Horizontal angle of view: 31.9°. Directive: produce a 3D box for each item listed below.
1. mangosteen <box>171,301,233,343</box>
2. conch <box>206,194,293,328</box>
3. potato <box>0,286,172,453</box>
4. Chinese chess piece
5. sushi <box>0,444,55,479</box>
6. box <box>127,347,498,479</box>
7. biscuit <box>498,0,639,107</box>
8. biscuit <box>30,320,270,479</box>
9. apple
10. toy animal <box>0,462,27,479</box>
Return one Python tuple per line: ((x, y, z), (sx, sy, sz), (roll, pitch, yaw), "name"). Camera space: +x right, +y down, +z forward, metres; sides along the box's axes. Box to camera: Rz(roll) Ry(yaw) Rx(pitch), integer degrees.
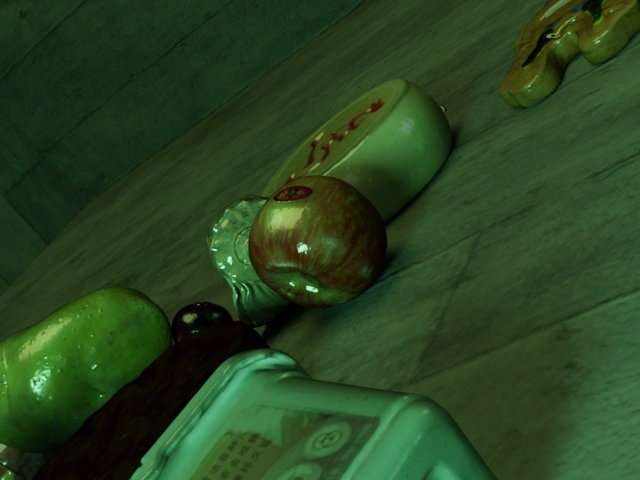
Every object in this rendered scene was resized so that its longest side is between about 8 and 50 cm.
((-0.145, 0.114, 1.389), (0.081, 0.081, 0.081), (-38, 15, 12), "mangosteen")
((-0.077, 0.029, 1.338), (0.207, 0.130, 0.155), (130, 162, -83), "conch")
((-0.292, 0.154, 1.343), (0.248, 0.169, 0.143), (-35, 48, -6), "potato")
((0.045, -0.094, 1.448), (0.273, 0.102, 0.273), (-37, 15, 12), "Chinese chess piece")
((-0.408, 0.308, 1.422), (0.161, 0.107, 0.241), (-18, 35, 55), "sushi")
((-0.030, 0.216, 0.648), (0.182, 0.175, 0.312), (-6, 36, 50), "box")
((0.323, -0.283, 1.403), (0.202, 0.047, 0.334), (-31, 17, 35), "biscuit")
((-0.195, 0.244, 1.111), (0.407, 0.091, 0.407), (-41, 12, 11), "biscuit")
((0.000, 0.000, 1.207), (0.146, 0.146, 0.131), (-24, 35, 48), "apple")
((-0.365, 0.296, 1.093), (0.179, 0.089, 0.188), (-63, 17, -14), "toy animal")
